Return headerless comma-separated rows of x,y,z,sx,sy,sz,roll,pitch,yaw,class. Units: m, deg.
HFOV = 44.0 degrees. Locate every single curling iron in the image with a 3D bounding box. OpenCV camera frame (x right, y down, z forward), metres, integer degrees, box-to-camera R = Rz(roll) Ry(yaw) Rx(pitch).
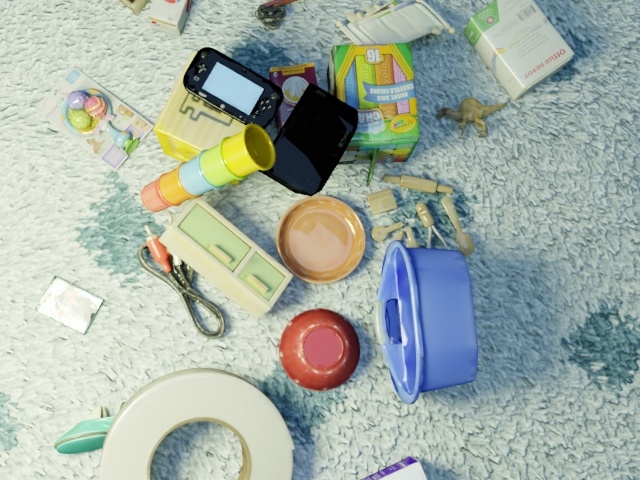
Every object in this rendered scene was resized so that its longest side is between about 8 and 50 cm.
-0.027,-0.572,1.869,0.274,0.035,0.068,-27,87,-8,curling iron

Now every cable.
-0.302,0.086,1.709,0.139,0.072,0.287,-19,80,-15,cable

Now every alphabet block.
-0.226,-0.261,1.721,0.193,0.192,0.197,24,80,2,alphabet block

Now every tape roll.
-0.247,0.454,1.608,0.392,0.072,0.392,0,90,-14,tape roll

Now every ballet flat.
-0.429,0.383,1.657,0.247,0.083,0.087,-9,57,-6,ballet flat

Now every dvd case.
-0.543,0.140,1.715,0.119,0.013,0.087,27,79,2,dvd case

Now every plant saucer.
0.000,0.000,1.770,0.200,0.037,0.200,1,79,-3,plant saucer

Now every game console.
-0.115,-0.256,1.614,0.361,0.044,0.213,30,78,-1,game console

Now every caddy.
0.200,0.167,1.655,0.179,0.241,0.341,-2,80,-11,caddy

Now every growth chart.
0.171,-0.504,1.847,0.237,0.021,0.172,-22,56,-12,growth chart

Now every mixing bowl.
0.001,0.232,1.698,0.181,0.098,0.181,1,81,-4,mixing bowl

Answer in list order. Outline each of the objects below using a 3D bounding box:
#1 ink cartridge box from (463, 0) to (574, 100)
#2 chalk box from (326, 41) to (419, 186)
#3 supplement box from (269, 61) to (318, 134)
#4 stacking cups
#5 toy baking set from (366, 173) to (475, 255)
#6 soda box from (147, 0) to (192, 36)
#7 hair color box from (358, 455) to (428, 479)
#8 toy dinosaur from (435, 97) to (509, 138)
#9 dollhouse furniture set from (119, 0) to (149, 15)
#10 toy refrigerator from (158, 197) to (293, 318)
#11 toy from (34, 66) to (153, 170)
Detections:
0.463,-0.461,1.858,0.154,0.093,0.212,-35,83,-8,ink cartridge box
0.116,-0.268,1.755,0.179,0.180,0.289,-4,82,-5,chalk box
-0.052,-0.296,1.795,0.104,0.081,0.188,-9,81,-6,supplement box
-0.239,-0.140,1.596,0.316,0.096,0.096,-17,79,34,stacking cups
0.227,-0.048,1.802,0.256,0.030,0.196,7,84,-1,toy baking set
-0.328,-0.588,1.832,0.074,0.069,0.216,17,80,-1,soda box
0.082,0.604,1.635,0.339,0.110,0.185,-22,84,-10,hair color box
0.365,-0.289,1.840,0.183,0.053,0.092,-9,79,-6,toy dinosaur
-0.451,-0.632,1.741,0.161,0.242,0.212,37,80,2,dollhouse furniture set
-0.197,0.036,1.679,0.269,0.094,0.102,41,57,-9,toy refrigerator
-0.510,-0.280,1.770,0.237,0.056,0.137,37,78,3,toy
